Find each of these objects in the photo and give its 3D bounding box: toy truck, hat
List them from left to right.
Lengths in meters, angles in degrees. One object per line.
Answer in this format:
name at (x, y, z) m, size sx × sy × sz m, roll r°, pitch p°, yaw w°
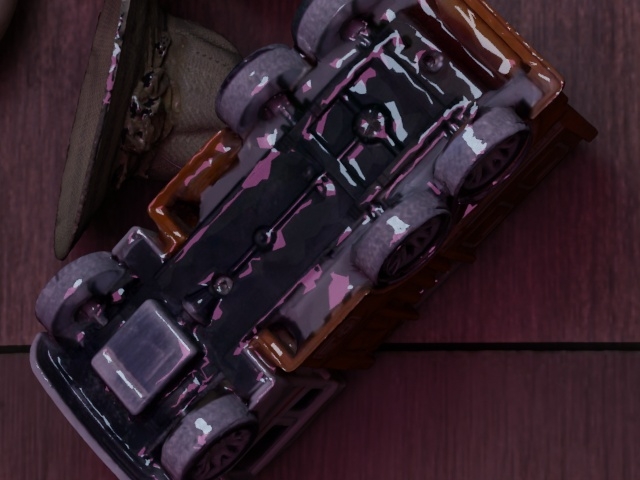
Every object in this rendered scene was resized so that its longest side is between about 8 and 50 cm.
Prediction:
hat at (-0.108, -0.096, 1.314) m, size 0.110 × 0.252 × 0.252 m, roll 11°, pitch 87°, yaw -11°
toy truck at (0.000, 0.000, 1.274) m, size 0.387 × 0.207 × 0.173 m, roll -46°, pitch 68°, yaw 10°

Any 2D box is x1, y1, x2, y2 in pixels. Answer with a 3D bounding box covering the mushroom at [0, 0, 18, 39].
mushroom at (-0.312, -0.202, 1.363) m, size 0.206 × 0.209 × 0.206 m, roll 0°, pitch 88°, yaw -15°
